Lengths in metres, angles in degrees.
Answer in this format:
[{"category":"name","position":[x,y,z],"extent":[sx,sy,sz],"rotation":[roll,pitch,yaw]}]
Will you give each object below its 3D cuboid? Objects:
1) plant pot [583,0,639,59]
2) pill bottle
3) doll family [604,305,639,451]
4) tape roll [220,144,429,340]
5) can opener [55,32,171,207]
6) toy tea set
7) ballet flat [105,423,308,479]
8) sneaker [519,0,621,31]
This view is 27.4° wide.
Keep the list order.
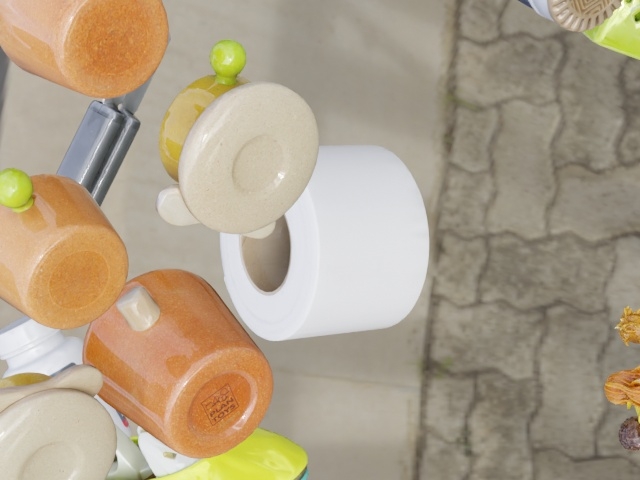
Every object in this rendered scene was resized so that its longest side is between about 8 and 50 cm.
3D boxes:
[{"category":"plant pot","position":[0.486,-0.369,1.832],"extent":[0.227,0.228,0.207],"rotation":[-107,37,-62]},{"category":"pill bottle","position":[-0.306,0.173,1.526],"extent":[0.108,0.108,0.180],"rotation":[-21,100,35]},{"category":"doll family","position":[0.423,0.141,1.538],"extent":[0.163,0.118,0.263],"rotation":[10,55,28]},{"category":"tape roll","position":[0.000,0.000,1.675],"extent":[0.246,0.169,0.246],"rotation":[8,100,56]},{"category":"can opener","position":[-0.268,-0.145,1.562],"extent":[0.095,0.076,0.283],"rotation":[29,94,24]},{"category":"toy tea set","position":[-0.115,-0.012,0.722],"extent":[0.124,0.200,0.336],"rotation":[36,122,45]},{"category":"ballet flat","position":[-0.118,0.152,0.897],"extent":[0.231,0.077,0.077],"rotation":[-15,110,32]},{"category":"sneaker","position":[0.168,-0.287,0.826],"extent":[0.153,0.099,0.282],"rotation":[40,112,46]}]
